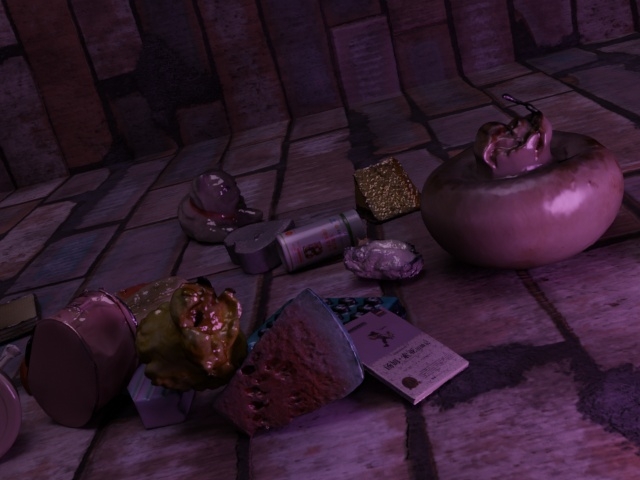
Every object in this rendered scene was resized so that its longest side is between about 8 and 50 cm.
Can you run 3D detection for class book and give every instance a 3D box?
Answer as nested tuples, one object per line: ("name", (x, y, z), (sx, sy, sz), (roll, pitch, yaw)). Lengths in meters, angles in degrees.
("book", (0.112, 0.165, 1.142), (0.127, 0.014, 0.181), (-25, 41, -36))

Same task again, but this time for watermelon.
("watermelon", (-0.339, 0.136, 1.581), (0.163, 0.087, 0.069), (-13, 50, 10))
("watermelon", (-0.055, 0.197, 1.110), (0.241, 0.154, 0.094), (-37, -14, 8))

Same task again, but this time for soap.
("soap", (-0.258, 0.239, 1.248), (0.100, 0.056, 0.149), (-11, 20, 4))

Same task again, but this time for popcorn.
("popcorn", (-0.177, 0.152, 1.135), (0.195, 0.168, 0.173), (-35, 30, 45))

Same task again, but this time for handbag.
("handbag", (-0.394, 0.194, 1.278), (0.179, 0.205, 0.116), (29, 27, 21))

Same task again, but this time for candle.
("candle", (-0.130, 0.006, 1.773), (0.168, 0.068, 0.192), (-24, 23, -15))

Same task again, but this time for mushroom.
("mushroom", (0.355, -0.112, 1.394), (0.362, 0.294, 0.362), (-13, 22, 5))

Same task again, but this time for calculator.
("calculator", (-0.003, 0.161, 1.272), (0.248, 0.058, 0.274), (-2, 22, 30))

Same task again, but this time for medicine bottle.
("medicine bottle", (0.000, 0.000, 1.665), (0.183, 0.086, 0.086), (-20, 20, -11))

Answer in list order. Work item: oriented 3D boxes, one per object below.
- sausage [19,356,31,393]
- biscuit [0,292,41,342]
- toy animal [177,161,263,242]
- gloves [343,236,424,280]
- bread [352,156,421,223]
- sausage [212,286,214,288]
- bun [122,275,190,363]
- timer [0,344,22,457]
("sausage", (-0.498, 0.213, 1.460), (0.089, 0.089, 0.179), (5, 37, 44))
("biscuit", (-0.707, 0.179, 1.772), (0.121, 0.040, 0.199), (-23, 20, -15))
("toy animal", (-0.285, -0.118, 2.079), (0.266, 0.188, 0.308), (-14, 21, 30))
("gloves", (0.128, 0.038, 1.495), (0.153, 0.070, 0.114), (3, 18, 27))
("bread", (0.163, -0.113, 1.845), (0.147, 0.127, 0.152), (-22, 38, -17))
("sausage", (-0.277, 0.109, 1.657), (0.107, 0.031, 0.031), (-7, 21, 19))
("bun", (-0.302, 0.159, 1.407), (0.193, 0.128, 0.178), (-29, 21, -4))
("timer", (-0.588, 0.266, 1.310), (0.175, 0.175, 0.266), (-20, 9, -13))
